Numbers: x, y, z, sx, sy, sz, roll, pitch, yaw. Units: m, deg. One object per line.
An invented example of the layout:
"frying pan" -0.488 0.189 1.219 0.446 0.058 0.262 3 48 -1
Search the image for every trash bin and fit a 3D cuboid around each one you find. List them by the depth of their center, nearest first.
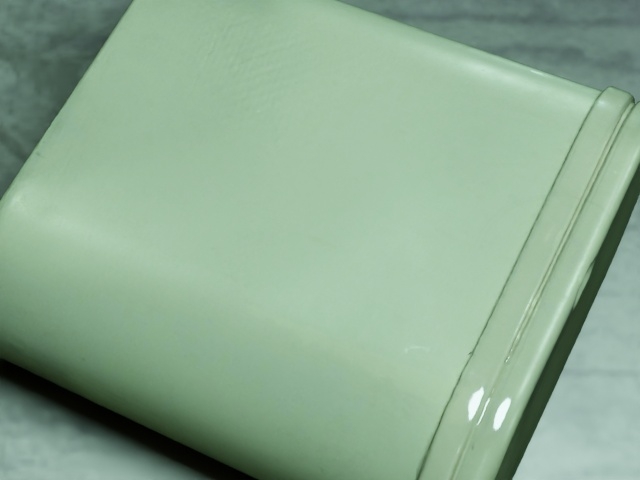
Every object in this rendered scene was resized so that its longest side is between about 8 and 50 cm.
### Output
"trash bin" 0.000 0.000 0.879 0.247 0.121 0.243 21 61 12
